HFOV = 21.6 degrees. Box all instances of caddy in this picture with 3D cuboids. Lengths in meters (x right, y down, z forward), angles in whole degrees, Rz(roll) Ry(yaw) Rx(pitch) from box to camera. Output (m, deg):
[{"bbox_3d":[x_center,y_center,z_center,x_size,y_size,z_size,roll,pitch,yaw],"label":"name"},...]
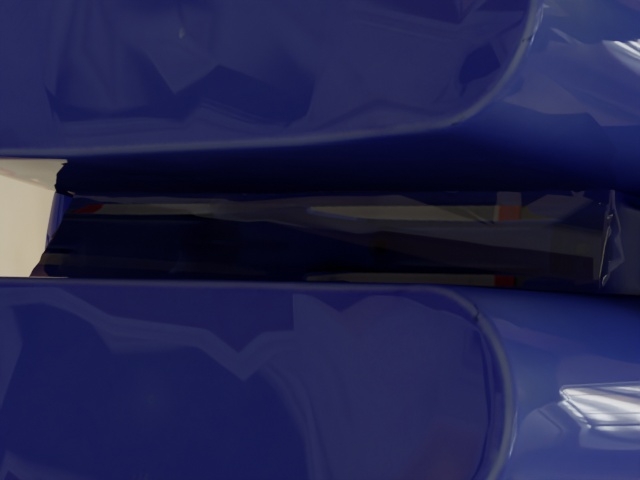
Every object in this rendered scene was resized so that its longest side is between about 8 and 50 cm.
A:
[{"bbox_3d":[0.000,0.000,0.572,0.341,0.241,0.179,1,173,38],"label":"caddy"}]
